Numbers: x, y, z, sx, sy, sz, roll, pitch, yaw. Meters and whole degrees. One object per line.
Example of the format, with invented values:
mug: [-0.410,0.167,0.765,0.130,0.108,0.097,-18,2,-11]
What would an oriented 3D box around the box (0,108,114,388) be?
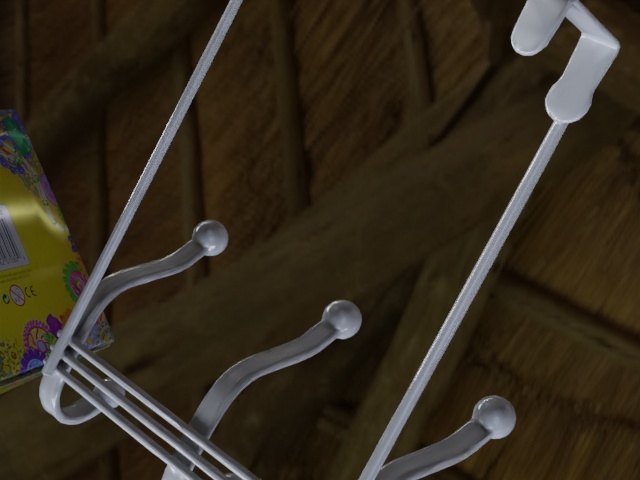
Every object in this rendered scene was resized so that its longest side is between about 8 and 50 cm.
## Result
box: [-0.336,0.059,0.855,0.279,0.290,0.177,-25,-93,22]

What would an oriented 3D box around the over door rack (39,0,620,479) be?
over door rack: [0.000,0.000,0.718,0.239,0.108,0.324,30,-75,36]
